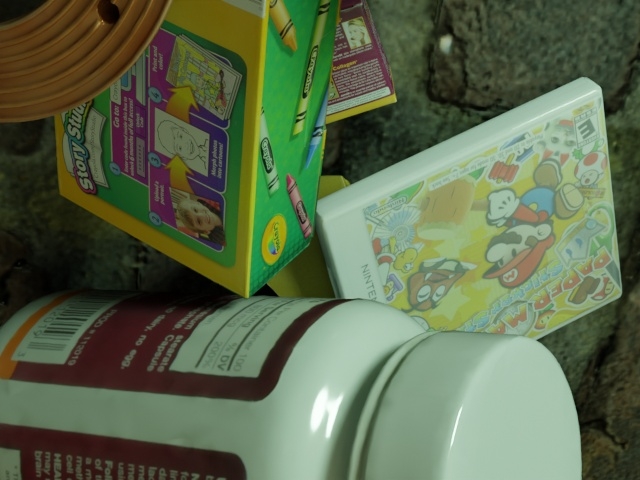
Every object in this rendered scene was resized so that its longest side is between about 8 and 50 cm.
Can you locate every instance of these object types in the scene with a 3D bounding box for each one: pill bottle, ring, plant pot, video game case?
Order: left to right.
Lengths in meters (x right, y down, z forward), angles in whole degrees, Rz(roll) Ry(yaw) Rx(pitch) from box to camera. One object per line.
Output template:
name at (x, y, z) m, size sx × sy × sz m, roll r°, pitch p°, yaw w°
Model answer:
ring at (-0.212, -0.225, 0.712) m, size 0.337 × 0.032 × 0.336 m, roll 13°, pitch 123°, yaw 20°
pill bottle at (-0.039, 0.148, 0.887) m, size 0.392 × 0.224 × 0.224 m, roll 1°, pitch 136°, yaw 35°
plant pot at (0.000, 0.000, 0.964) m, size 0.083 × 0.081 × 0.081 m, roll -34°, pitch 124°, yaw 13°
video game case at (0.118, 0.010, 0.964) m, size 0.227 × 0.026 × 0.206 m, roll -26°, pitch 129°, yaw -12°

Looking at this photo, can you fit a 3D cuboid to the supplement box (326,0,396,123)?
supplement box at (0.013, -0.129, 0.882) m, size 0.055 × 0.043 × 0.083 m, roll -16°, pitch 129°, yaw 9°

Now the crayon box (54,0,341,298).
crayon box at (-0.081, -0.115, 0.801) m, size 0.165 × 0.081 × 0.278 m, roll 28°, pitch 136°, yaw 22°
